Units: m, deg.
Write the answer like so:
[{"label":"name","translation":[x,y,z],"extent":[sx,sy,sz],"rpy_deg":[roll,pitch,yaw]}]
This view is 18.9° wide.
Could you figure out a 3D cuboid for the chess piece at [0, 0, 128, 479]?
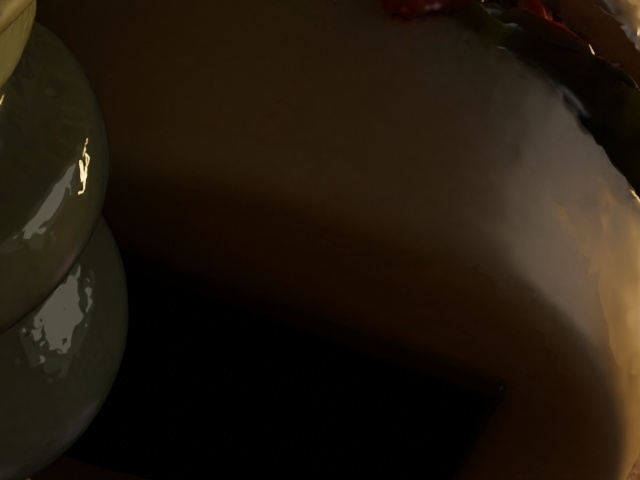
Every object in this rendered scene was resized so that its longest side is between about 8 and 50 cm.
[{"label":"chess piece","translation":[-0.114,-0.028,0.489],"extent":[0.251,0.144,0.144],"rpy_deg":[85,3,-49]}]

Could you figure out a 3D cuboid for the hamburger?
[{"label":"hamburger","translation":[0.000,0.000,0.697],"extent":[0.302,0.302,0.170],"rpy_deg":[76,25,-47]}]
